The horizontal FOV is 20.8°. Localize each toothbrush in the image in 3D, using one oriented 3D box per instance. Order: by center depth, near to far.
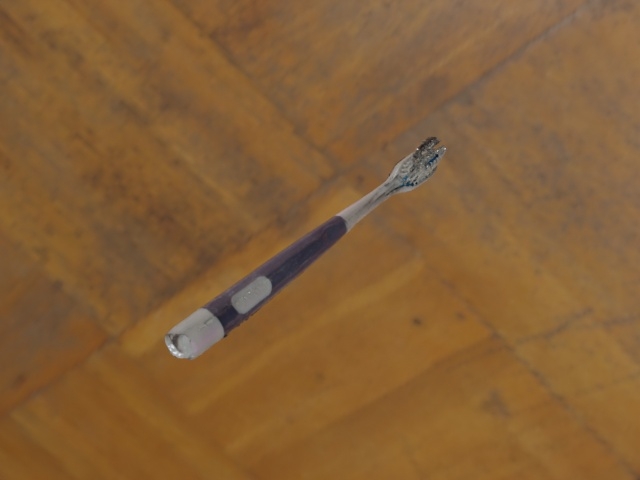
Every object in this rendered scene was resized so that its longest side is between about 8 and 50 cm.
[{"bbox_3d":[0.000,0.000,1.044,0.024,0.288,0.026,50,132,4],"label":"toothbrush"}]
